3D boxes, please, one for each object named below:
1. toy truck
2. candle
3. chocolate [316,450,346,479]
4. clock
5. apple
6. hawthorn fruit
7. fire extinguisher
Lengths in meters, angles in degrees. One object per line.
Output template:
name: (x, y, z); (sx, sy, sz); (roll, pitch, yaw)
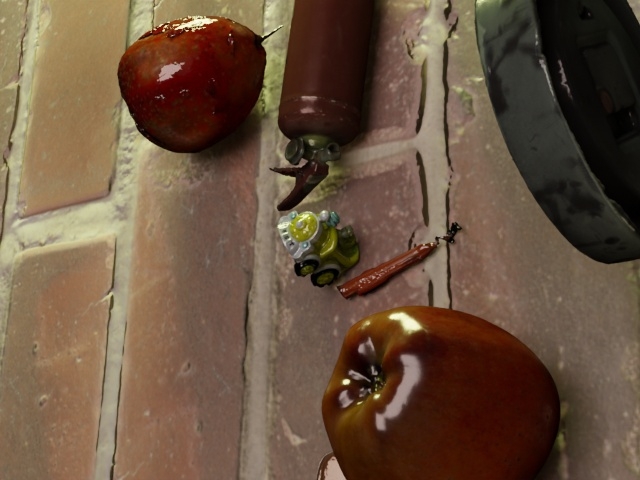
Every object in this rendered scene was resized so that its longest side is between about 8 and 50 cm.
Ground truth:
toy truck: (0.000, 0.000, 1.337); (0.077, 0.111, 0.076); (-31, 58, 15)
candle: (0.095, 0.026, 1.317); (0.167, 0.021, 0.026); (-30, 85, 21)
chocolate: (0.027, 0.286, 1.261); (0.064, 0.031, 0.101); (2, 77, 17)
clock: (0.258, -0.133, 1.073); (0.067, 0.325, 0.325); (-22, 61, 34)
apple: (0.113, 0.177, 1.125); (0.234, 0.234, 0.234); (-13, 66, 31)
hawthorn fruit: (-0.153, -0.227, 1.496); (0.235, 0.181, 0.181); (-36, 56, 7)
fire extinguisher: (-0.006, -0.203, 1.428); (0.147, 0.106, 0.337); (-17, 61, 57)
